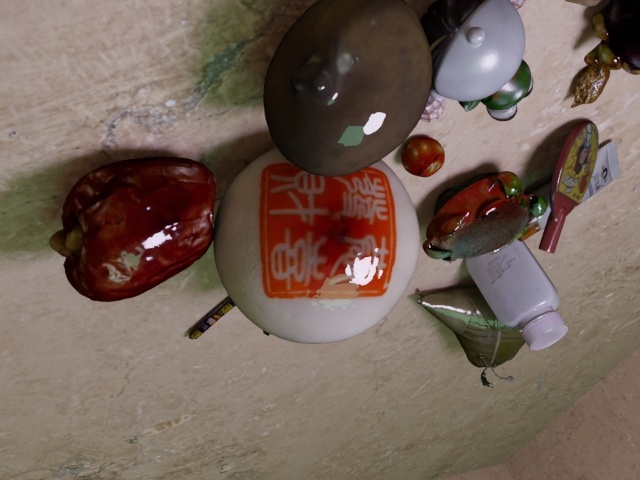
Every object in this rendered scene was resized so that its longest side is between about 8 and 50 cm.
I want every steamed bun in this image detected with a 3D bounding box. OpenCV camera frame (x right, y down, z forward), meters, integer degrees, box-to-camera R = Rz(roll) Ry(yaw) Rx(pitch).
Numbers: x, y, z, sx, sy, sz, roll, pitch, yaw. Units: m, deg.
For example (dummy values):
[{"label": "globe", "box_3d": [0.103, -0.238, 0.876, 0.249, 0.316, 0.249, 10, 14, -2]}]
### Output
[{"label": "steamed bun", "box_3d": [0.000, 0.000, 1.395, 0.375, 0.374, 0.241, -21, -178, -9]}]

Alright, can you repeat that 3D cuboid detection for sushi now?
[{"label": "sushi", "box_3d": [0.554, -0.324, 1.648, 0.060, 0.061, 0.118, 1, 119, -24]}]

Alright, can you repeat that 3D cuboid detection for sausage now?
[{"label": "sausage", "box_3d": [-0.231, 0.167, 1.801, 0.198, 0.025, 0.028, -39, 101, 19]}]

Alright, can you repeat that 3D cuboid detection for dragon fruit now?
[{"label": "dragon fruit", "box_3d": [0.363, -0.056, 1.812, 0.295, 0.130, 0.268, -20, 147, -11]}]

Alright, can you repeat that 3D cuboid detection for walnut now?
[{"label": "walnut", "box_3d": [-0.306, -0.021, 1.341, 0.269, 0.221, 0.244, -15, 178, -31]}]

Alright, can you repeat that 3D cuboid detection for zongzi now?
[{"label": "zongzi", "box_3d": [0.413, 0.269, 2.295, 0.418, 0.181, 0.447, 2, 143, -14]}]

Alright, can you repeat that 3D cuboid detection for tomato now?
[{"label": "tomato", "box_3d": [0.209, -0.165, 1.604, 0.087, 0.075, 0.087, -21, 146, -15]}]

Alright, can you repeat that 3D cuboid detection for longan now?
[{"label": "longan", "box_3d": [0.037, -0.240, 1.213, 0.300, 0.243, 0.300, -48, 149, -41]}]

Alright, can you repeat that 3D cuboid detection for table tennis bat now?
[{"label": "table tennis bat", "box_3d": [0.560, -0.122, 1.809, 0.200, 0.038, 0.310, 12, 96, -54]}]

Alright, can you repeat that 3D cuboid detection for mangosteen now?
[{"label": "mangosteen", "box_3d": [0.600, -0.393, 1.482, 0.194, 0.194, 0.230, 2, 162, -37]}]

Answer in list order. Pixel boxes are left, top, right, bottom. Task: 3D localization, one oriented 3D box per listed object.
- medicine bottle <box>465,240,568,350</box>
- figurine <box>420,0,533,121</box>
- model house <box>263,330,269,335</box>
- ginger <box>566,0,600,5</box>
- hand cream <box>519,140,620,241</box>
[{"label": "medicine bottle", "box_3d": [0.500, 0.127, 2.011, 0.161, 0.296, 0.111, -39, 145, 17]}, {"label": "figurine", "box_3d": [0.279, -0.306, 1.367, 0.281, 0.167, 0.370, -54, 151, 8]}, {"label": "model house", "box_3d": [-0.058, 0.047, 1.577, 0.204, 0.211, 0.243, -46, 136, -51]}, {"label": "ginger", "box_3d": [0.399, -0.496, 1.145, 0.155, 0.244, 0.304, -3, 152, 2]}, {"label": "hand cream", "box_3d": [0.596, -0.115, 1.946, 0.314, 0.089, 0.139, -37, 138, 1]}]
